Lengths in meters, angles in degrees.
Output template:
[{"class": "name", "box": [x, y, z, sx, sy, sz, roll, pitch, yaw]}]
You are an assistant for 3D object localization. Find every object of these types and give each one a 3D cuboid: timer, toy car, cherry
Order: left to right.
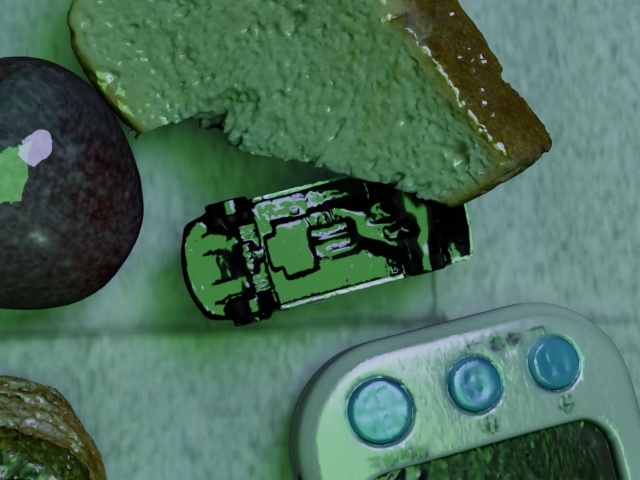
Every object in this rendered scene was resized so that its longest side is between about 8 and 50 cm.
[{"class": "cherry", "box": [-0.201, -0.030, 1.033, 0.176, 0.140, 0.176, 0, 89, -26]}, {"class": "toy car", "box": [0.000, 0.000, 1.102, 0.209, 0.108, 0.089, -15, 91, -11]}, {"class": "timer", "box": [0.111, 0.176, 1.120, 0.262, 0.087, 0.237, -13, 88, -14]}]

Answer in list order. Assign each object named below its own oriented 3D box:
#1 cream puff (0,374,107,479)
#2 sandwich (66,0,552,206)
[{"class": "cream puff", "box": [-0.218, 0.176, 0.995, 0.183, 0.169, 0.183, 1, 86, -13]}, {"class": "sandwich", "box": [-0.018, -0.119, 1.045, 0.254, 0.099, 0.288, -33, 94, 28]}]
